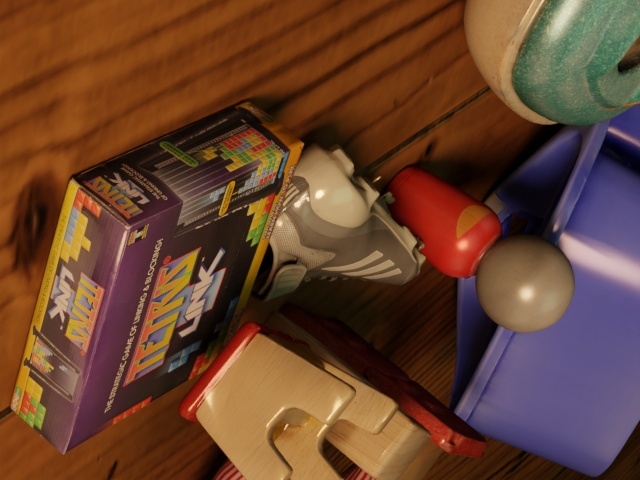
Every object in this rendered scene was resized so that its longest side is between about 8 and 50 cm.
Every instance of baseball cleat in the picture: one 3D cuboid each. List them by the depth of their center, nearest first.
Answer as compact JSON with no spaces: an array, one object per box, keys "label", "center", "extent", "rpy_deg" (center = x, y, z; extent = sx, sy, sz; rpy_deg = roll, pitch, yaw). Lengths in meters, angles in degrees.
[{"label":"baseball cleat","center":[0.000,0.000,1.099],"extent":[0.109,0.072,0.206],"rpy_deg":[-38,154,2]}]

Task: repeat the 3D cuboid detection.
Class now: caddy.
[{"label":"caddy","center":[0.201,0.025,1.383],"extent":[0.241,0.179,0.341],"rpy_deg":[-61,174,-48]}]

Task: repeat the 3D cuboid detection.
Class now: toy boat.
[{"label":"toy boat","center":[0.171,-0.097,1.157],"extent":[0.318,0.148,0.267],"rpy_deg":[-59,158,18]}]

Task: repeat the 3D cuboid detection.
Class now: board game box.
[{"label":"board game box","center":[-0.090,0.020,0.950],"extent":[0.141,0.048,0.170],"rpy_deg":[-31,151,-45]}]

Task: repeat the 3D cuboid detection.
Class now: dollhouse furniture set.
[{"label":"dollhouse furniture set","center":[-0.043,0.147,1.102],"extent":[0.201,0.152,0.374],"rpy_deg":[-53,159,2]}]
